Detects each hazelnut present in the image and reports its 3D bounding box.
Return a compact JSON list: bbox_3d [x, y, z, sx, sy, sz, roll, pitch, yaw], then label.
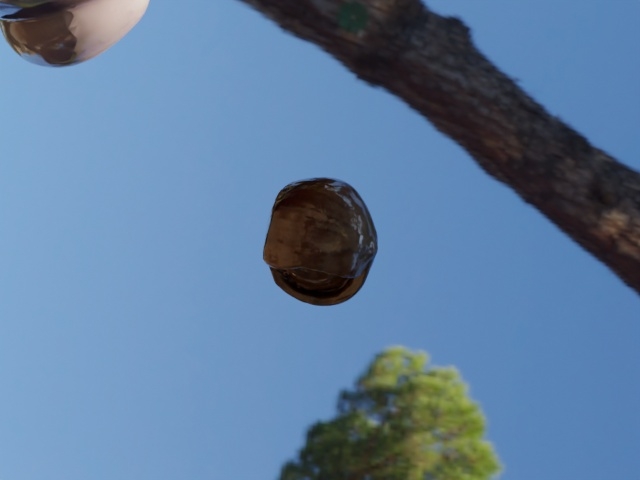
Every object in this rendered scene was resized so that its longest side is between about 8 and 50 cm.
[{"bbox_3d":[0.000,0.000,0.923,0.086,0.086,0.086,-19,-116,46],"label":"hazelnut"}]

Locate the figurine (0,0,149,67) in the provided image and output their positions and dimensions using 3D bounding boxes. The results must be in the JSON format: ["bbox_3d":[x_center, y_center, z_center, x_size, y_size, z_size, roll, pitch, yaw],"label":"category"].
[{"bbox_3d":[-0.092,-0.184,0.307,0.176,0.287,0.186,-20,-156,18],"label":"figurine"}]
